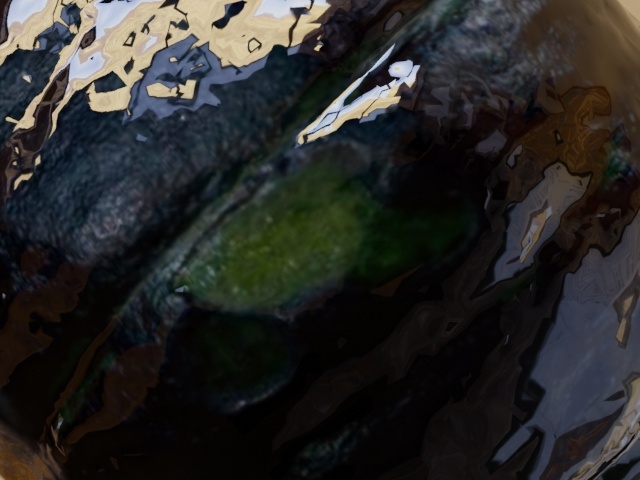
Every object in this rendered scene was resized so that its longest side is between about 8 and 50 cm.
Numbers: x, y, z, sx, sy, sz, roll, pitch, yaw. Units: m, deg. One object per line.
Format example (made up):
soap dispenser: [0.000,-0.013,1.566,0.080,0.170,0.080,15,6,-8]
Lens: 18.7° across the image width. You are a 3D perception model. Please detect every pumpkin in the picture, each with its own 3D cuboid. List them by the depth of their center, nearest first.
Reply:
pumpkin: [0.000,0.000,0.713,0.266,0.363,0.363,-45,-75,4]
